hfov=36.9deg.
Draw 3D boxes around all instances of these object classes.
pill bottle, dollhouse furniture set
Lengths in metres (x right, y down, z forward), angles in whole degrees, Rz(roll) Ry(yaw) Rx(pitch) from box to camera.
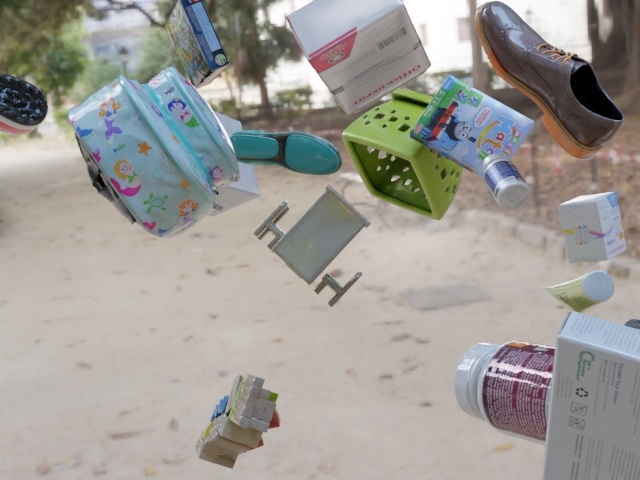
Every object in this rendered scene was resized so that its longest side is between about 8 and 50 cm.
[{"bbox_3d":[0.502,0.348,2.182,0.224,0.224,0.392,-10,7,-33],"label":"pill bottle"},{"bbox_3d":[0.363,-0.119,1.896,0.067,0.067,0.120,-6,39,-11],"label":"pill bottle"},{"bbox_3d":[0.000,0.000,1.873,0.161,0.212,0.242,-47,-3,-3],"label":"dollhouse furniture set"}]

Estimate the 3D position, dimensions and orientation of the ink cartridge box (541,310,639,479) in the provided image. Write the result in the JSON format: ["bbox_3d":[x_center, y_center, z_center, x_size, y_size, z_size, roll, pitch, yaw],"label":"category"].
[{"bbox_3d":[0.457,0.267,1.230,0.330,0.324,0.071,16,43,24],"label":"ink cartridge box"}]

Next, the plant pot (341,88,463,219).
[{"bbox_3d":[0.222,-0.215,2.234,0.228,0.227,0.207,25,66,39],"label":"plant pot"}]

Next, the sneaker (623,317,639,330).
[{"bbox_3d":[0.710,0.235,1.910,0.163,0.086,0.226,29,11,-6],"label":"sneaker"}]

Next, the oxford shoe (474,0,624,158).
[{"bbox_3d":[0.439,-0.332,1.816,0.130,0.363,0.132,-35,-8,-31],"label":"oxford shoe"}]

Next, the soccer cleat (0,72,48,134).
[{"bbox_3d":[-0.628,-0.269,1.630,0.318,0.108,0.116,27,-30,-28],"label":"soccer cleat"}]

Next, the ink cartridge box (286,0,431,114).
[{"bbox_3d":[0.064,-0.295,1.437,0.159,0.092,0.218,-29,-22,8],"label":"ink cartridge box"}]

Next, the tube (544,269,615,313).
[{"bbox_3d":[0.498,0.107,1.841,0.062,0.070,0.240,-7,-10,-3],"label":"tube"}]

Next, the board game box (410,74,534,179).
[{"bbox_3d":[0.323,-0.237,2.045,0.212,0.160,0.039,32,-11,13],"label":"board game box"}]

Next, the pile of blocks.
[{"bbox_3d":[-0.160,0.391,2.081,0.113,0.148,0.362,22,-34,-15],"label":"pile of blocks"}]

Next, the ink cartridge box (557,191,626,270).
[{"bbox_3d":[0.560,-0.017,1.963,0.090,0.143,0.092,-7,10,45],"label":"ink cartridge box"}]

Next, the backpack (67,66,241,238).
[{"bbox_3d":[-0.220,-0.117,1.277,0.191,0.225,0.253,-34,2,4],"label":"backpack"}]

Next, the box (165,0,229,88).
[{"bbox_3d":[-0.265,-0.419,2.038,0.044,0.159,0.233,-26,6,-15],"label":"box"}]

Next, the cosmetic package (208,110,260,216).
[{"bbox_3d":[-0.317,-0.197,2.233,0.156,0.217,0.385,-23,-17,24],"label":"cosmetic package"}]

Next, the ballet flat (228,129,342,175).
[{"bbox_3d":[-0.070,-0.187,1.968,0.247,0.083,0.087,9,11,10],"label":"ballet flat"}]
